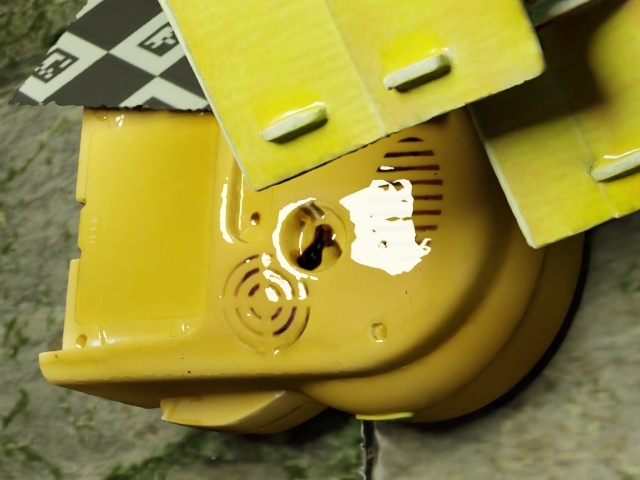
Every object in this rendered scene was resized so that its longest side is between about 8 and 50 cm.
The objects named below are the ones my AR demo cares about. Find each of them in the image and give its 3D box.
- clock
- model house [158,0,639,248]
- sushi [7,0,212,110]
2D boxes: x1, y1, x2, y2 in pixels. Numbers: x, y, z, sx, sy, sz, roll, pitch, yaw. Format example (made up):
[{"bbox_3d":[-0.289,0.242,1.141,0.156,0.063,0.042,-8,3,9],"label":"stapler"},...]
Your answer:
[{"bbox_3d":[0.000,0.000,1.027,0.317,0.200,0.244,-4,79,33],"label":"clock"},{"bbox_3d":[0.089,-0.127,0.857,0.324,0.340,0.300,-24,95,-3],"label":"model house"},{"bbox_3d":[-0.036,-0.194,1.042,0.294,0.059,0.292,2,46,27],"label":"sushi"}]
